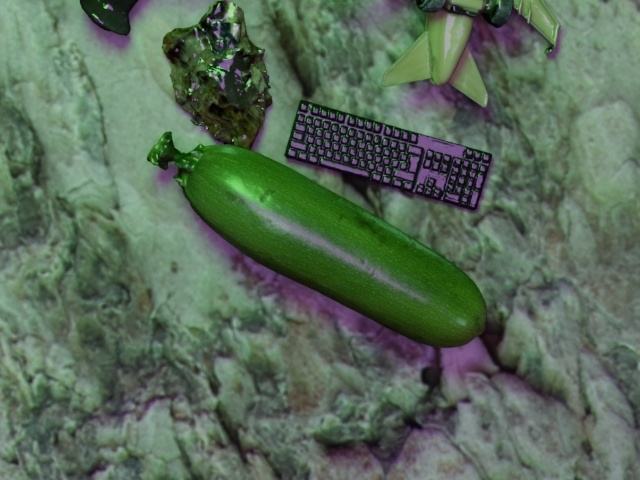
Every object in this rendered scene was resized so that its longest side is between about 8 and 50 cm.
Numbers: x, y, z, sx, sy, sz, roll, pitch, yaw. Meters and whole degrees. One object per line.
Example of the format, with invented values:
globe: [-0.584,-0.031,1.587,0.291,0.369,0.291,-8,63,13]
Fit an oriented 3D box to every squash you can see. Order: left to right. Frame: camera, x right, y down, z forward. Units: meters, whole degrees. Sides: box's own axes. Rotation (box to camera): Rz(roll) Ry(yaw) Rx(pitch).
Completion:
squash: [0.000,0.000,1.652,0.378,0.101,0.101,31,93,-5]

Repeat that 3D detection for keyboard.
keyboard: [0.069,-0.086,1.688,0.204,0.013,0.061,16,95,-5]

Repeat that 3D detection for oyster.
oyster: [-0.096,-0.155,1.654,0.103,0.051,0.148,-28,107,7]

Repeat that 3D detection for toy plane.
toy plane: [0.136,-0.267,1.639,0.241,0.104,0.256,9,102,-19]

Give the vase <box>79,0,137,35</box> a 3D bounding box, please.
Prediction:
vase: [-0.164,-0.281,1.616,0.120,0.120,0.183,36,110,-6]
